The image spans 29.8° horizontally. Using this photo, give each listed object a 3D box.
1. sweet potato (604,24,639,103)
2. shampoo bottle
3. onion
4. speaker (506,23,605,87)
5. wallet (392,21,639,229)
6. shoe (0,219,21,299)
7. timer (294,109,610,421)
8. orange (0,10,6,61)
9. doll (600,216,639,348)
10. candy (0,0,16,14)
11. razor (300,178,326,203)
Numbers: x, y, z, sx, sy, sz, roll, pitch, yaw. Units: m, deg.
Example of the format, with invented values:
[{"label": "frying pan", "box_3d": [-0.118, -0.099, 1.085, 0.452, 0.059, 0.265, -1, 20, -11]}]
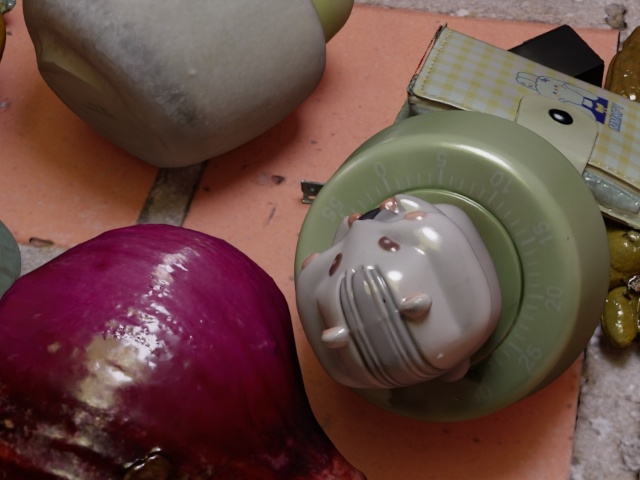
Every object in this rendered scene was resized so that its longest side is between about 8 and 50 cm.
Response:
[{"label": "sweet potato", "box_3d": [0.362, -0.196, 1.407, 0.054, 0.053, 0.182, 8, 54, 16]}, {"label": "shampoo bottle", "box_3d": [-0.147, -0.253, 1.310, 0.322, 0.322, 0.317, 37, 69, 26]}, {"label": "onion", "box_3d": [-0.104, 0.174, 0.994, 0.385, 0.348, 0.348, 21, 57, 10]}, {"label": "speaker", "box_3d": [0.218, -0.178, 1.406, 0.218, 0.044, 0.082, -23, 55, -13]}, {"label": "wallet", "box_3d": [0.243, -0.120, 1.268, 0.309, 0.077, 0.223, 22, 33, 6]}, {"label": "shoe", "box_3d": [-0.393, 0.069, 1.234, 0.100, 0.103, 0.251, -33, 27, 33]}, {"label": "timer", "box_3d": [0.085, 0.038, 1.020, 0.291, 0.291, 0.315, 17, 12, 16]}, {"label": "orange", "box_3d": [-0.472, -0.206, 1.384, 0.249, 0.183, 0.249, -9, 62, 17]}, {"label": "doll", "box_3d": [0.329, 0.047, 1.203, 0.137, 0.097, 0.209, -30, 62, -25]}, {"label": "candy", "box_3d": [-0.467, -0.270, 1.515, 0.182, 0.046, 0.053, -21, 58, -6]}, {"label": "razor", "box_3d": [0.000, 0.000, 1.295, 0.068, 0.040, 0.135, 6, 60, 9]}]
